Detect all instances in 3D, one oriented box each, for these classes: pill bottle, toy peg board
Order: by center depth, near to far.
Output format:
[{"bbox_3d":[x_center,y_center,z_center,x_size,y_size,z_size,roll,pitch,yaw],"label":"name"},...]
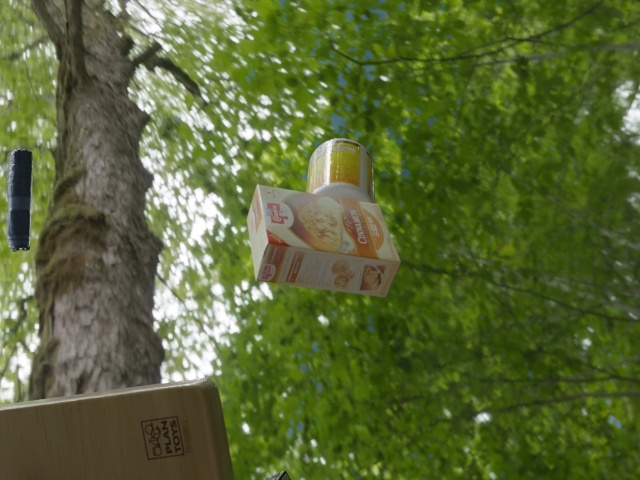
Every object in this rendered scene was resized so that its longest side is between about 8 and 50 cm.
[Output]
[{"bbox_3d":[-0.093,0.141,0.359,0.161,0.079,0.161,-10,-91,16],"label":"toy peg board"},{"bbox_3d":[0.034,-0.075,1.468,0.117,0.215,0.117,1,-55,2],"label":"pill bottle"}]

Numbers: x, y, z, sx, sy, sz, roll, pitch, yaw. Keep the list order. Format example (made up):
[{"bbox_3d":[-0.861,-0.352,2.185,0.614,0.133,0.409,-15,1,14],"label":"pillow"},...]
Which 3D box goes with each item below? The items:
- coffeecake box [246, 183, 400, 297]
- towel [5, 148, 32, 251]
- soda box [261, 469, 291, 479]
[{"bbox_3d":[0.000,0.000,1.196,0.185,0.142,0.068,8,-56,-17],"label":"coffeecake box"},{"bbox_3d":[-0.359,-0.047,1.032,0.029,0.067,0.119,2,-95,-18],"label":"towel"},{"bbox_3d":[-0.083,0.368,1.132,0.060,0.169,0.053,-28,-89,20],"label":"soda box"}]
